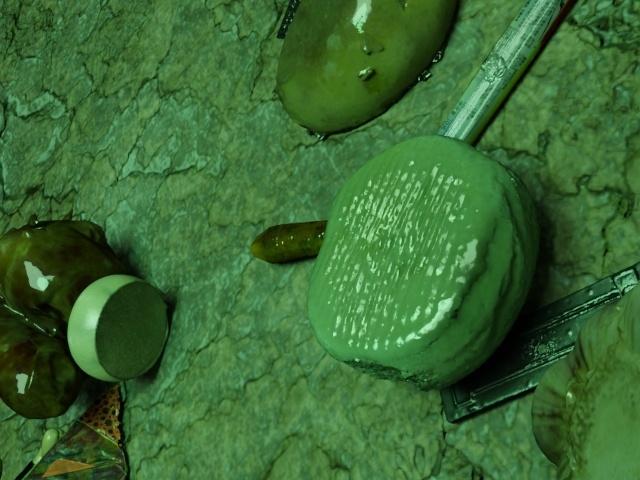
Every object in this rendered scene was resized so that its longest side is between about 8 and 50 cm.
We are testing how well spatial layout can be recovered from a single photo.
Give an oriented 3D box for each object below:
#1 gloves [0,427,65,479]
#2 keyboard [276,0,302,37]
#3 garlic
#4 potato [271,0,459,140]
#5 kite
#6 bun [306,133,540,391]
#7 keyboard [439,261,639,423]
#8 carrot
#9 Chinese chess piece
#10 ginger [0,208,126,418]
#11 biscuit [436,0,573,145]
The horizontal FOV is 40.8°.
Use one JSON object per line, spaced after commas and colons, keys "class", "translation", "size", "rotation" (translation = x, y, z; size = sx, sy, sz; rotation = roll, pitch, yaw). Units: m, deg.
{"class": "gloves", "translation": [-0.342, 0.318, 1.000], "size": [0.164, 0.124, 0.203], "rotation": [20, 51, 10]}
{"class": "keyboard", "translation": [0.001, -0.331, 1.025], "size": [0.063, 0.010, 0.198], "rotation": [16, 84, 46]}
{"class": "garlic", "translation": [0.239, 0.130, 0.528], "size": [0.245, 0.160, 0.245], "rotation": [-165, 90, -69]}
{"class": "potato", "translation": [0.050, -0.216, 0.877], "size": [0.138, 0.098, 0.243], "rotation": [28, 93, 43]}
{"class": "kite", "translation": [-0.276, 0.262, 0.970], "size": [0.008, 0.125, 0.222], "rotation": [99, 157, -54]}
{"class": "bun", "translation": [0.091, 0.019, 0.730], "size": [0.221, 0.108, 0.221], "rotation": [-24, 51, 34]}
{"class": "keyboard", "translation": [0.180, 0.085, 0.692], "size": [0.204, 0.013, 0.061], "rotation": [-31, 54, 29]}
{"class": "carrot", "translation": [0.000, 0.000, 0.870], "size": [0.170, 0.042, 0.042], "rotation": [-4, 70, 39]}
{"class": "Chinese chess piece", "translation": [-0.229, 0.099, 0.975], "size": [0.051, 0.122, 0.122], "rotation": [6, 77, 33]}
{"class": "ginger", "translation": [-0.399, 0.069, 1.112], "size": [0.418, 0.176, 0.254], "rotation": [9, 67, 44]}
{"class": "biscuit", "translation": [0.169, -0.159, 0.793], "size": [0.048, 0.026, 0.292], "rotation": [43, 103, 39]}
